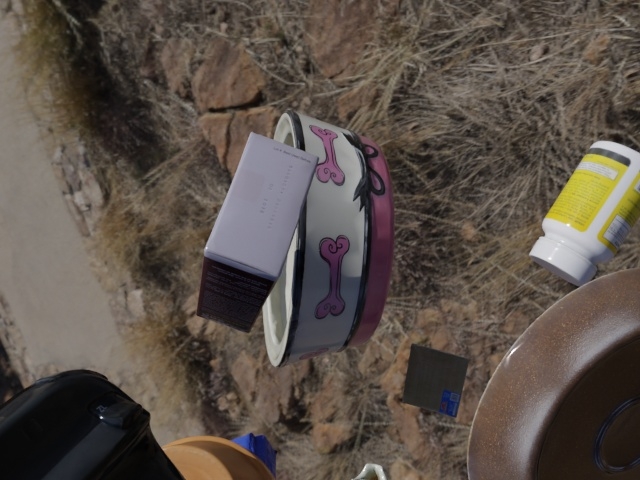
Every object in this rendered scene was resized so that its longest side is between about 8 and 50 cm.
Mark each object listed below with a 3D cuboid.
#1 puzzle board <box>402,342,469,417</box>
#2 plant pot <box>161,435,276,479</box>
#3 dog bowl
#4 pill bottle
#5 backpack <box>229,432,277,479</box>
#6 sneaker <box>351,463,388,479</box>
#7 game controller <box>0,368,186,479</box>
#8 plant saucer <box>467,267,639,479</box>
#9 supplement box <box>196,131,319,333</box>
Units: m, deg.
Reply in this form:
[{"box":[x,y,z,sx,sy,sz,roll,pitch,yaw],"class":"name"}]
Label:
[{"box":[0.192,0.236,1.055,0.096,0.011,0.128,13,120,16],"class":"puzzle board"},{"box":[-0.205,0.441,0.973,0.291,0.291,0.203,37,160,20],"class":"plant pot"},{"box":[0.000,0.000,1.019,0.408,0.150,0.408,-178,90,-78],"class":"dog bowl"},{"box":[0.427,-0.039,0.984,0.119,0.119,0.209,33,92,22],"class":"pill bottle"},{"box":[-0.141,0.437,1.182,0.097,0.120,0.101,-25,127,11],"class":"backpack"},{"box":[0.069,0.504,1.169,0.087,0.228,0.092,0,99,20],"class":"sneaker"},{"box":[-0.148,0.188,0.242,0.067,0.319,0.167,-18,104,27],"class":"game controller"},{"box":[0.288,0.178,0.612,0.050,0.310,0.311,-139,45,-61],"class":"plant saucer"},{"box":[-0.074,0.005,0.662,0.073,0.130,0.239,20,156,-5],"class":"supplement box"}]
